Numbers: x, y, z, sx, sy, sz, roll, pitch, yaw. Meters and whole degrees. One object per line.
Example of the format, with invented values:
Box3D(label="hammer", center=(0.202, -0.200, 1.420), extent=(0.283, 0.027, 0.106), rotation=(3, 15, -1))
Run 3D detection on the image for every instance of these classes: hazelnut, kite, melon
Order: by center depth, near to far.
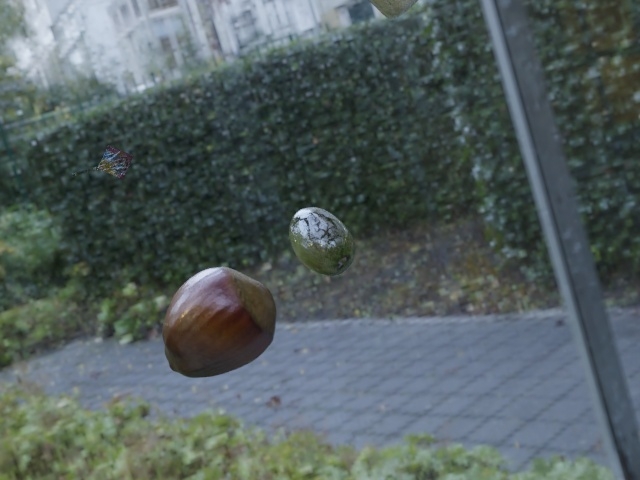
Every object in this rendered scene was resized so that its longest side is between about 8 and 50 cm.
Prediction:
Box3D(label="kite", center=(-0.284, -0.103, 1.329), extent=(0.078, 0.044, 0.002), rotation=(3, -2, -19))
Box3D(label="hazelnut", center=(-0.171, 0.147, 1.758), extent=(0.186, 0.210, 0.210), rotation=(6, 9, 3))
Box3D(label="melon", center=(0.000, 0.000, 1.770), extent=(0.099, 0.099, 0.162), rotation=(-19, 37, -18))

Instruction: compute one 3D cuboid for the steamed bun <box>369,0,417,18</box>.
Box3D(label="steamed bun", center=(0.181, -0.582, 2.065), extent=(0.242, 0.146, 0.164), rotation=(-51, 11, -1))
